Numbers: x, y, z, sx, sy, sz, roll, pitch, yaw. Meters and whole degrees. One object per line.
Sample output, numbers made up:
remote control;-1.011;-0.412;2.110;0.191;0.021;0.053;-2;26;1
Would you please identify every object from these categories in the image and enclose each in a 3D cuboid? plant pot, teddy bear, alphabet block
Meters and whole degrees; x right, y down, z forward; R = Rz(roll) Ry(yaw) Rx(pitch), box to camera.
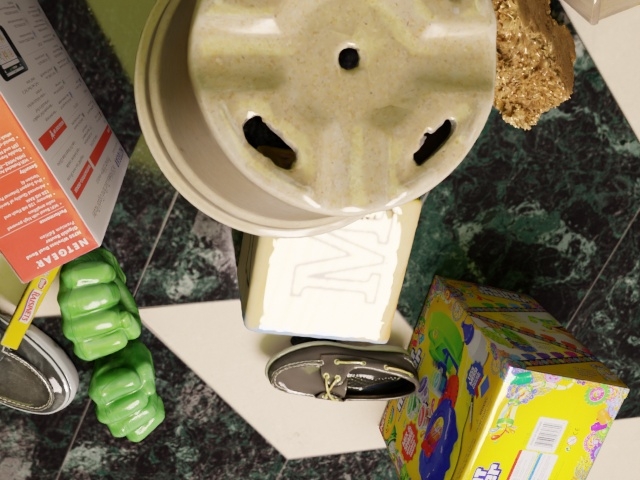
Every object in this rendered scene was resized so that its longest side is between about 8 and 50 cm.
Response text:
plant pot;-0.005;-0.145;0.610;0.333;0.305;0.334;-2;99;-11
teddy bear;0.205;-0.284;0.833;0.338;0.113;0.245;17;74;-50
alphabet block;0.000;0.000;0.904;0.193;0.192;0.197;6;110;-14

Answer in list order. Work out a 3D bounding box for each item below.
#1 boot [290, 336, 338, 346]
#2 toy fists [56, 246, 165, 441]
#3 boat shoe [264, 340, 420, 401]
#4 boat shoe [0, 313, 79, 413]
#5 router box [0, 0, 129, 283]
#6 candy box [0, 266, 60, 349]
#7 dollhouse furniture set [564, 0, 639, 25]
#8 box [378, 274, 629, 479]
boot;0.024;0.162;1.045;0.121;0.045;0.099;-33;112;8
toy fists;-0.283;0.144;0.933;0.096;0.142;0.279;-12;112;-5
boat shoe;0.034;0.198;1.003;0.227;0.069;0.081;-1;117;-11
boat shoe;-0.483;0.146;0.911;0.335;0.119;0.121;39;100;-20
router box;-0.322;-0.157;0.708;0.082;0.335;0.301;-26;112;0
candy box;-0.358;0.033;0.898;0.027;0.105;0.206;26;104;-23
dollhouse furniture set;0.375;-0.409;0.806;0.161;0.212;0.242;-21;139;-3
box;0.240;0.248;0.988;0.177;0.279;0.290;13;107;-14
